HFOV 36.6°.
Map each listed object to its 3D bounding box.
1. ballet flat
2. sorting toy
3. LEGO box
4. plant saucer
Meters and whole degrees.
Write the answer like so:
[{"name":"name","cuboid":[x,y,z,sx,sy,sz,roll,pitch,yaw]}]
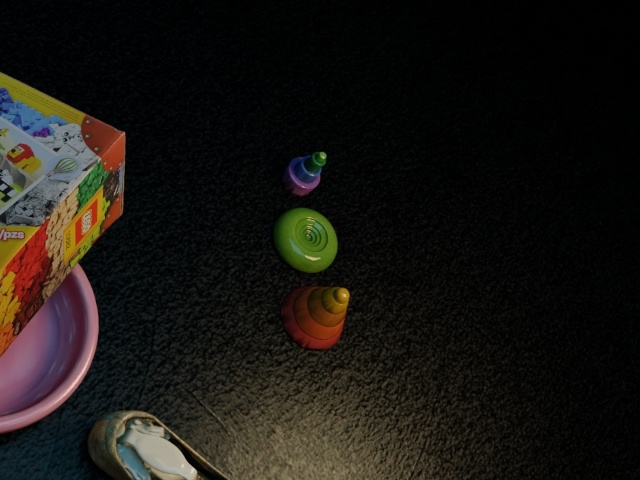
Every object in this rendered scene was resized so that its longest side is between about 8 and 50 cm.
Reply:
[{"name":"ballet flat","cuboid":[-0.184,0.366,1.406,0.348,0.123,0.123,40,52,-7]},{"name":"sorting toy","cuboid":[0.000,0.000,1.697,0.127,0.126,0.365,7,63,-27]},{"name":"LEGO box","cuboid":[-0.569,-0.075,1.266,0.500,0.193,0.372,26,52,7]},{"name":"plant saucer","cuboid":[-0.489,0.120,1.376,0.332,0.084,0.332,14,60,-25]}]
